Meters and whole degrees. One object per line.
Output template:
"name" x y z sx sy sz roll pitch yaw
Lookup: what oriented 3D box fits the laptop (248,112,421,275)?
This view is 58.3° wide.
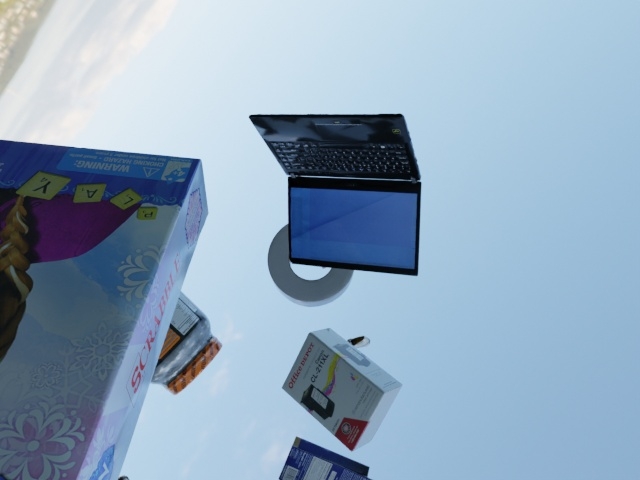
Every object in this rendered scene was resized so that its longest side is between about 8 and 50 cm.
"laptop" 0.028 -0.065 0.885 0.234 0.264 0.137 4 -113 20

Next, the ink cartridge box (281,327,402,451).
"ink cartridge box" 0.033 0.256 1.002 0.175 0.072 0.127 34 -73 29

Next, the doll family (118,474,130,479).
"doll family" -0.539 0.685 1.383 0.118 0.163 0.263 -30 -174 29

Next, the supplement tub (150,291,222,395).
"supplement tub" -0.377 0.174 1.247 0.193 0.316 0.193 -43 -174 6

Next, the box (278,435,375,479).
"box" 0.023 0.560 1.359 0.036 0.225 0.136 -60 171 -58

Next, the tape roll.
"tape roll" -0.022 0.054 1.443 0.072 0.219 0.219 89 23 -72

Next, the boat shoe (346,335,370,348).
"boat shoe" 0.089 0.287 1.602 0.100 0.035 0.035 -20 -136 30

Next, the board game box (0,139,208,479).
"board game box" -0.263 0.051 0.358 0.066 0.318 0.318 94 1 -45
